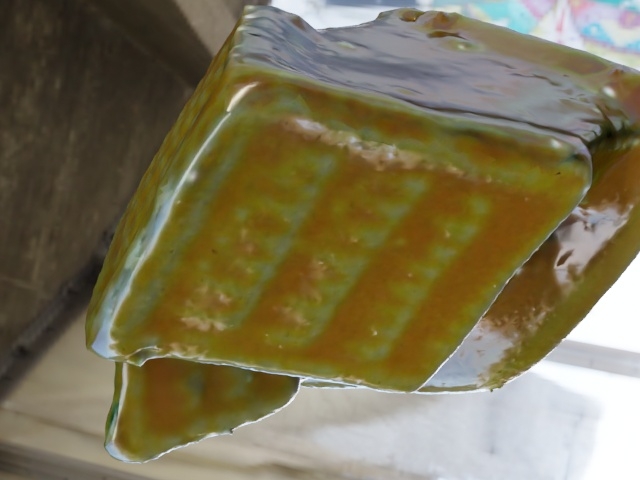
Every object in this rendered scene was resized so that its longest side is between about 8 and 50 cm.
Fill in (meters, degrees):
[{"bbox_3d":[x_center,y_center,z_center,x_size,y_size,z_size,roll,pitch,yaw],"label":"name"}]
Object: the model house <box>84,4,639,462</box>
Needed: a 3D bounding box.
[{"bbox_3d":[-0.001,0.011,0.531,0.239,0.173,0.268,-18,-34,-56],"label":"model house"}]
